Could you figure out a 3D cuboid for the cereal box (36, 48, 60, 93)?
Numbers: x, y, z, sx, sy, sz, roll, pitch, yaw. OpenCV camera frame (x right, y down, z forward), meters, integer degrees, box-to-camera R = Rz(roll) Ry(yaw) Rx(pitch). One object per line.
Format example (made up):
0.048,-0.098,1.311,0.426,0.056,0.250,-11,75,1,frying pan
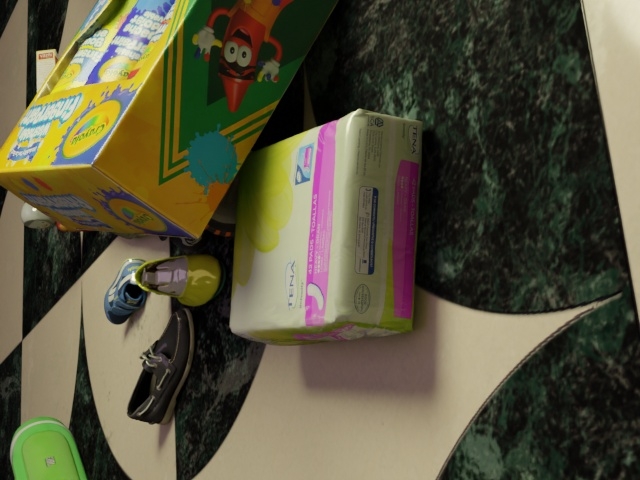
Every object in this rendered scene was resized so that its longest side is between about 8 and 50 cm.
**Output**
-0.541,-0.248,2.334,0.173,0.047,0.240,82,-177,-69,cereal box

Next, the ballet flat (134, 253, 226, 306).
-0.218,0.057,1.682,0.231,0.077,0.077,-3,81,63,ballet flat

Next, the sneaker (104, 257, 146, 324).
-0.330,0.097,1.921,0.144,0.053,0.059,-64,35,35,sneaker

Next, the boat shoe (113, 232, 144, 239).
-0.337,-0.081,1.916,0.113,0.127,0.340,-57,16,-12,boat shoe

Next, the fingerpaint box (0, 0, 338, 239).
-0.219,-0.201,1.456,0.444,0.163,0.371,5,62,59,fingerpaint box

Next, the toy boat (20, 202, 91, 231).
-0.462,-0.153,2.126,0.267,0.148,0.318,55,132,52,toy boat

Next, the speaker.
-0.491,0.451,2.079,0.296,0.131,0.131,50,128,54,speaker

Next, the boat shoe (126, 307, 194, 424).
-0.243,0.193,1.715,0.075,0.064,0.206,56,133,52,boat shoe

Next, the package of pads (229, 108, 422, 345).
0.000,0.000,1.244,0.296,0.101,0.229,-11,73,63,package of pads

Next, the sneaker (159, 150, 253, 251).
-0.152,-0.047,1.554,0.321,0.124,0.180,-111,32,-60,sneaker
